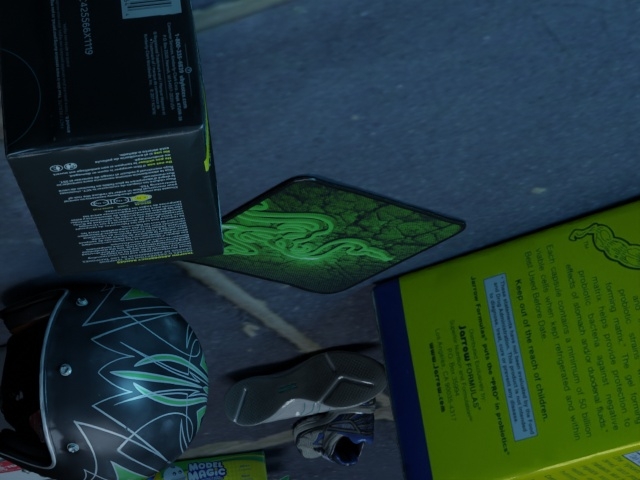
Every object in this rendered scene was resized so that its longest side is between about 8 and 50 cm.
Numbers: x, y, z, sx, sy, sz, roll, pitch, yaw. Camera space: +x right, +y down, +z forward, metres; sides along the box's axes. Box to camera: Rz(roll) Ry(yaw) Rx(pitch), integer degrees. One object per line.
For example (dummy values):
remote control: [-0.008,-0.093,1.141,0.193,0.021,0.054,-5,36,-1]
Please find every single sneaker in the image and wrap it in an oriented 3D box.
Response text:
sneaker: [-0.010,0.134,1.541,0.152,0.053,0.061,-12,172,13]
sneaker: [0.013,0.200,1.682,0.052,0.058,0.135,2,155,-26]

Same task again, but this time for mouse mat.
mouse mat: [0.000,0.000,1.281,0.153,0.007,0.190,-28,150,37]

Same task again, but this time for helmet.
helmet: [-0.165,0.109,1.273,0.162,0.169,0.169,-9,163,43]

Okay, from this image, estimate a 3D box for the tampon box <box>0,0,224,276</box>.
tampon box: [-0.113,-0.069,0.931,0.102,0.120,0.161,-8,157,-2]

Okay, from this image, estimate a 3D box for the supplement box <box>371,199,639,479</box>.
supplement box: [0.252,0.096,1.360,0.357,0.195,0.194,-18,156,21]

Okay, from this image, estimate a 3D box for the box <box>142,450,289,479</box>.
box: [-0.124,0.265,1.799,0.179,0.043,0.105,-4,156,-6]

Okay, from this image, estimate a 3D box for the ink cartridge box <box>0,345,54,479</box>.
ink cartridge box: [-0.248,0.157,1.426,0.056,0.099,0.135,-12,156,6]
